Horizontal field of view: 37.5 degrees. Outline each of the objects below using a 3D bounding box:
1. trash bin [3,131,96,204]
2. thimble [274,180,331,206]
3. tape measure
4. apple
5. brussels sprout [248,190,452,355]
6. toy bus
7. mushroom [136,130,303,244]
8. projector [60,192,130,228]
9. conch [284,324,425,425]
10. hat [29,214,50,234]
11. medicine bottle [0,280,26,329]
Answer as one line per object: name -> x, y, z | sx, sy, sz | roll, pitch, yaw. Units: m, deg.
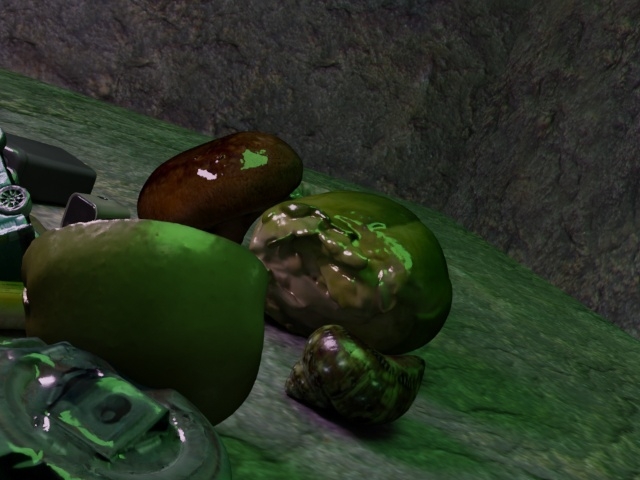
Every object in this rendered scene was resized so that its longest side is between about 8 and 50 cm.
trash bin -> -0.582, -0.145, 1.853 | 0.176, 0.101, 0.236 | 29, 11, 38
thimble -> 0.000, 0.000, 2.022 | 0.291, 0.195, 0.291 | 22, 10, -4
tape measure -> -0.205, 0.199, 0.793 | 0.256, 0.147, 0.275 | 30, 16, 6
apple -> -0.196, 0.104, 1.046 | 0.257, 0.233, 0.295 | -2, -5, -16
brussels sprout -> 0.055, 0.061, 1.689 | 0.371, 0.276, 0.315 | 16, 24, 7
toy bus -> -0.478, -0.061, 1.285 | 0.147, 0.128, 0.256 | -20, 60, -20
mushroom -> -0.196, -0.104, 1.864 | 0.345, 0.239, 0.345 | -5, 29, 3
projector -> -0.405, -0.035, 1.698 | 0.083, 0.083, 0.082 | 30, 14, 33
conch -> 0.049, 0.203, 1.378 | 0.181, 0.124, 0.187 | 15, -16, 18
hat -> -0.448, -0.014, 1.450 | 0.166, 0.144, 0.173 | 24, 34, -1
medicine bottle -> -0.374, 0.087, 1.238 | 0.218, 0.074, 0.074 | 7, 18, -46
